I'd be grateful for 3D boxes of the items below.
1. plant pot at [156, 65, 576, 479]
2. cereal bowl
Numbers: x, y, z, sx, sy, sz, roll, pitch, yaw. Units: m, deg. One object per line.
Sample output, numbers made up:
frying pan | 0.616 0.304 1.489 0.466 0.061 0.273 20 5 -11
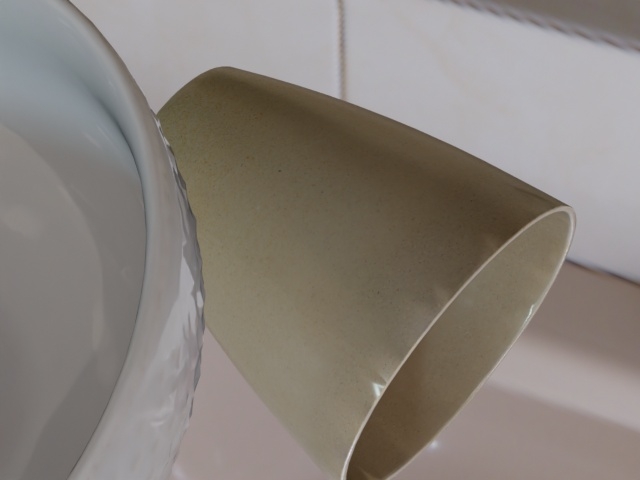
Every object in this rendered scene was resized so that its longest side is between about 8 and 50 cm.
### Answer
plant pot | 0.000 0.000 1.189 0.274 0.256 0.256 39 146 19
cereal bowl | -0.198 0.053 0.638 0.339 0.339 0.141 12 152 22
